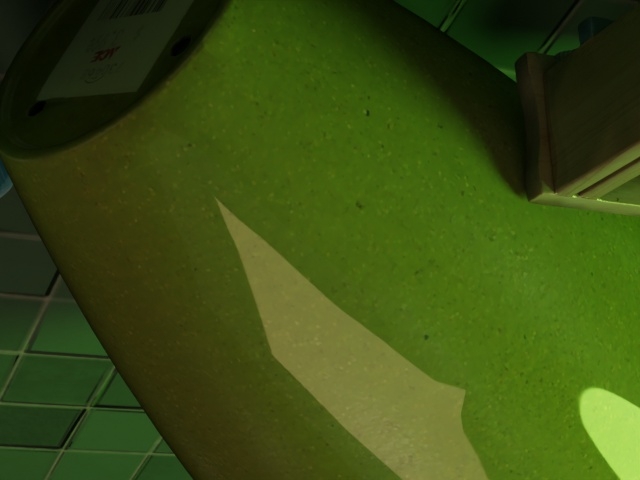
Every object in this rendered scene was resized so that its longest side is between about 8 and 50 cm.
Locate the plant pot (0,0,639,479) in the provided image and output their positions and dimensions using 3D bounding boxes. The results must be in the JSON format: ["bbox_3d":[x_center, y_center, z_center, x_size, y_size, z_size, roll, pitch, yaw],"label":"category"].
[{"bbox_3d":[0.000,0.000,0.692,0.275,0.275,0.293,-28,127,24],"label":"plant pot"}]

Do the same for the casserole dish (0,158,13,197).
[{"bbox_3d":[-0.212,-0.068,0.693,0.114,0.037,0.188,-13,147,2],"label":"casserole dish"}]

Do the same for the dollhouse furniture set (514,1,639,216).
[{"bbox_3d":[0.165,-0.115,0.617,0.129,0.184,0.129,7,159,-25],"label":"dollhouse furniture set"}]
